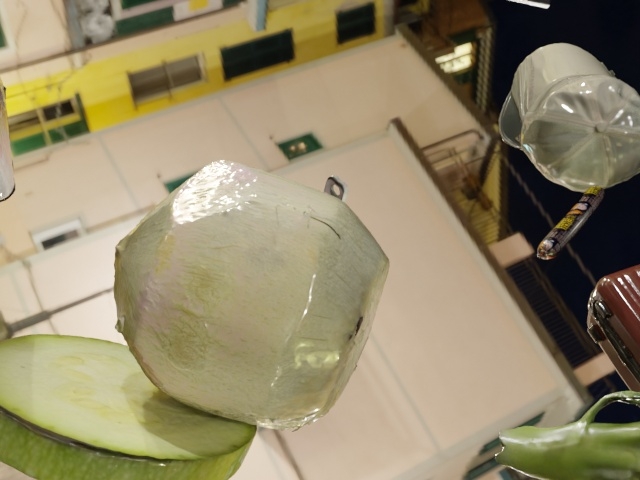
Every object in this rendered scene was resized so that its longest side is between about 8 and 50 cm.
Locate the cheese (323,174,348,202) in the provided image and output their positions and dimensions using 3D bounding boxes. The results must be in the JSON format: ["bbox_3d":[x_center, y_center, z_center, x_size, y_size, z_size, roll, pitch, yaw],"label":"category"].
[{"bbox_3d":[0.000,0.000,1.256,0.137,0.064,0.227,42,-47,32],"label":"cheese"}]

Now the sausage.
[{"bbox_3d":[0.311,-0.024,0.997,0.028,0.198,0.025,21,-52,31],"label":"sausage"}]

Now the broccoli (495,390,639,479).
[{"bbox_3d":[0.436,0.310,1.084,0.302,0.186,0.254,-24,-88,33],"label":"broccoli"}]

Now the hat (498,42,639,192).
[{"bbox_3d":[0.412,-0.211,1.280,0.161,0.232,0.275,82,0,-56],"label":"hat"}]

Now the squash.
[{"bbox_3d":[-0.181,0.151,0.707,0.252,0.252,0.049,30,-77,58],"label":"squash"}]

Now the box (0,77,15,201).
[{"bbox_3d":[-0.431,-0.176,0.923,0.369,0.112,0.190,134,-51,-69],"label":"box"}]

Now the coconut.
[{"bbox_3d":[-0.069,0.048,0.712,0.230,0.227,0.227,20,-37,10],"label":"coconut"}]

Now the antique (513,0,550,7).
[{"bbox_3d":[0.386,-0.511,1.665,0.015,0.192,0.031,127,-33,-66],"label":"antique"}]

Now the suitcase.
[{"bbox_3d":[0.647,0.181,1.462,0.161,0.236,0.297,84,-13,-47],"label":"suitcase"}]
